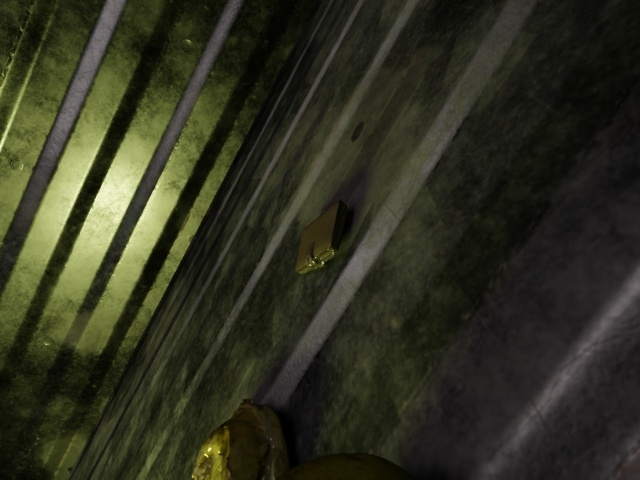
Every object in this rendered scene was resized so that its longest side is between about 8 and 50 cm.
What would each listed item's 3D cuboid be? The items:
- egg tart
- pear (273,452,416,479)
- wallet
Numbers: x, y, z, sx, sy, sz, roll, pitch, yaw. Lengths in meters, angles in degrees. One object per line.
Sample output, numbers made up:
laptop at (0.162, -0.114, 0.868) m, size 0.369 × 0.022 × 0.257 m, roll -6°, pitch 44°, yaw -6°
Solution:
egg tart at (-0.145, 0.389, 0.657) m, size 0.279 × 0.094 × 0.279 m, roll -42°, pitch 34°, yaw 38°
pear at (0.015, 0.279, 0.341) m, size 0.197 × 0.197 × 0.198 m, roll -44°, pitch 32°, yaw 37°
wallet at (0.000, 0.000, 0.799) m, size 0.152 × 0.038 × 0.118 m, roll -32°, pitch 38°, yaw 54°
